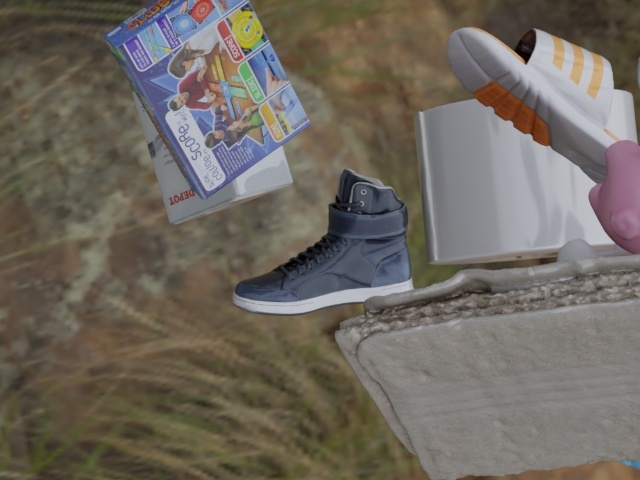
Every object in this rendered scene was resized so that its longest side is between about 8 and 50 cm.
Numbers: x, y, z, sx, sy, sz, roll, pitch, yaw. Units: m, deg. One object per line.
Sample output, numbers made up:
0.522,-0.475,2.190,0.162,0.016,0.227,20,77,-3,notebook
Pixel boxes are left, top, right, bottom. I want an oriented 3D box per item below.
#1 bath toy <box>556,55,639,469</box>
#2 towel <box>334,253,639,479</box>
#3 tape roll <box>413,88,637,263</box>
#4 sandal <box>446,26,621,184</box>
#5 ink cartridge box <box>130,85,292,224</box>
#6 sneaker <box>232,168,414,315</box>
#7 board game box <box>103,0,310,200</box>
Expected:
0.258,0.004,1.293,0.151,0.348,0.129,-4,42,-20,bath toy
0.166,0.087,1.235,0.187,0.282,0.049,58,33,-44,towel
0.230,-0.066,2.035,0.246,0.246,0.169,-3,86,-43,tape roll
0.218,-0.112,1.541,0.265,0.102,0.076,35,78,-20,sandal
-0.130,-0.137,2.107,0.087,0.153,0.208,-14,88,-38,ink cartridge box
0.000,-0.001,2.205,0.226,0.086,0.163,-8,110,-18,sneaker
-0.106,-0.154,1.789,0.136,0.035,0.201,-36,129,-11,board game box
